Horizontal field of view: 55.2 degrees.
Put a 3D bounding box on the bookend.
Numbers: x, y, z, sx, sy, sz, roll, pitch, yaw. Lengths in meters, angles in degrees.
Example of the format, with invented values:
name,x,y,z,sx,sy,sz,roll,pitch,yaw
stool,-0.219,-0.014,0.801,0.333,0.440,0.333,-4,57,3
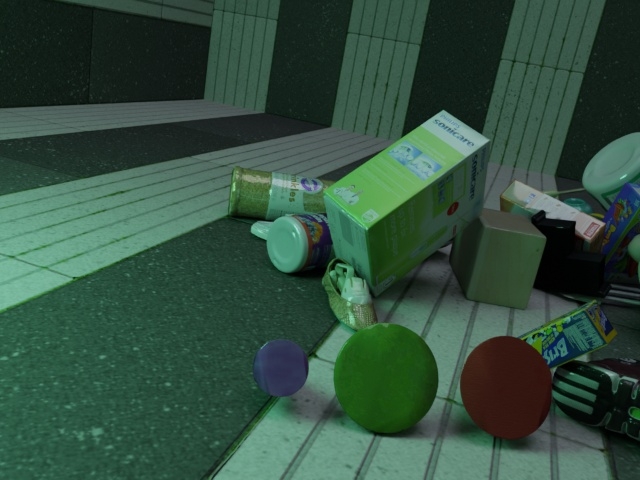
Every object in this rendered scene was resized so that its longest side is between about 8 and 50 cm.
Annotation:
name,x,y,z,sx,sy,sz,roll,pitch,yaw
bookend,0.528,0.026,1.289,0.156,0.158,0.072,8,19,35

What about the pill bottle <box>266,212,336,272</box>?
name,x,y,z,sx,sy,sz,roll,pitch,yaw
pill bottle,0.000,0.000,1.200,0.193,0.108,0.108,-7,25,-44

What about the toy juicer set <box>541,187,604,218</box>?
name,x,y,z,sx,sy,sz,roll,pitch,yaw
toy juicer set,0.773,-0.085,1.965,0.209,0.090,0.329,0,24,10

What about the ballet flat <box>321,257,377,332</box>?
name,x,y,z,sx,sy,sz,roll,pitch,yaw
ballet flat,0.046,0.084,1.033,0.073,0.067,0.206,3,19,-19

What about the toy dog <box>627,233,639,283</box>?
name,x,y,z,sx,sy,sz,roll,pitch,yaw
toy dog,0.775,0.091,1.183,0.407,0.285,0.396,0,57,-34

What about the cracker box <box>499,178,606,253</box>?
name,x,y,z,sx,sy,sz,roll,pitch,yaw
cracker box,0.531,-0.027,1.419,0.232,0.156,0.067,34,72,34

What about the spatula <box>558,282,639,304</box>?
name,x,y,z,sx,sy,sz,roll,pitch,yaw
spatula,0.627,0.115,1.357,0.241,0.019,0.168,10,12,-3

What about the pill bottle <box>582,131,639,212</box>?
name,x,y,z,sx,sy,sz,roll,pitch,yaw
pill bottle,0.882,-0.093,1.613,0.361,0.204,0.204,42,11,-14

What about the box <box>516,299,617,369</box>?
name,x,y,z,sx,sy,sz,roll,pitch,yaw
box,0.309,0.146,0.837,0.059,0.169,0.054,-13,71,-52

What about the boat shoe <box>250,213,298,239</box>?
name,x,y,z,sx,sy,sz,roll,pitch,yaw
boat shoe,-0.057,-0.026,1.324,0.184,0.063,0.066,12,17,4

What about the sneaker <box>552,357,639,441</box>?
name,x,y,z,sx,sy,sz,roll,pitch,yaw
sneaker,0.465,0.217,0.801,0.281,0.107,0.162,24,19,39

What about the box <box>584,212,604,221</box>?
name,x,y,z,sx,sy,sz,roll,pitch,yaw
box,0.744,-0.010,1.666,0.087,0.102,0.101,19,20,20

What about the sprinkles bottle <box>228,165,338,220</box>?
name,x,y,z,sx,sy,sz,roll,pitch,yaw
sprinkles bottle,-0.038,-0.095,1.459,0.354,0.121,0.121,7,18,-10

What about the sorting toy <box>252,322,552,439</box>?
name,x,y,z,sx,sy,sz,roll,pitch,yaw
sorting toy,0.096,0.174,0.780,0.365,0.127,0.126,6,-11,-6

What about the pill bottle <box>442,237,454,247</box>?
name,x,y,z,sx,sy,sz,roll,pitch,yaw
pill bottle,0.184,-0.047,1.362,0.161,0.162,0.283,24,22,38

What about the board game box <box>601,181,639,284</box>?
name,x,y,z,sx,sy,sz,roll,pitch,yaw
board game box,0.826,-0.003,1.453,0.346,0.234,0.078,5,38,-15

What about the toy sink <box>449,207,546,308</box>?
name,x,y,z,sx,sy,sz,roll,pitch,yaw
toy sink,0.362,0.021,1.271,0.131,0.153,0.234,10,16,-1

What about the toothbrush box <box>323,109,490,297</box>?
name,x,y,z,sx,sy,sz,roll,pitch,yaw
toothbrush box,0.159,-0.065,1.104,0.283,0.206,0.122,-36,55,-18
